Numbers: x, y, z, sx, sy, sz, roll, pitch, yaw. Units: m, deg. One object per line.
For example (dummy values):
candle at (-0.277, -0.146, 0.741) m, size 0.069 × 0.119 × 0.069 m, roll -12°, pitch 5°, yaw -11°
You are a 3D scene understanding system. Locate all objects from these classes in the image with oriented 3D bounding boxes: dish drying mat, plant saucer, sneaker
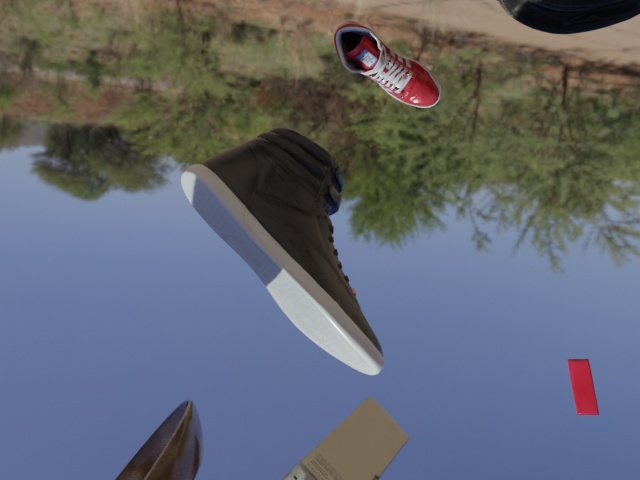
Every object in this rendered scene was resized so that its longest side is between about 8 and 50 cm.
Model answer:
dish drying mat at (0.378, 0.211, 1.039) m, size 0.032 × 0.083 × 0.008 m, roll -9°, pitch -174°, yaw 35°
plant saucer at (-0.206, 0.293, 0.697) m, size 0.050 × 0.310 × 0.310 m, roll 38°, pitch -172°, yaw -5°
sneaker at (0.000, 0.000, 0.780) m, size 0.147 × 0.295 × 0.104 m, roll -42°, pitch -176°, yaw -25°
sneaker at (0.061, -0.160, 0.668) m, size 0.118 × 0.042 × 0.067 m, roll 35°, pitch -161°, yaw -2°

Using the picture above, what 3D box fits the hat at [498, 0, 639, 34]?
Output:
hat at (0.301, -0.320, 0.820) m, size 0.331 × 0.134 × 0.331 m, roll 4°, pitch 159°, yaw 1°

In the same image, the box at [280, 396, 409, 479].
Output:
box at (0.026, 0.326, 1.020) m, size 0.094 × 0.113 × 0.275 m, roll 45°, pitch -158°, yaw 13°
